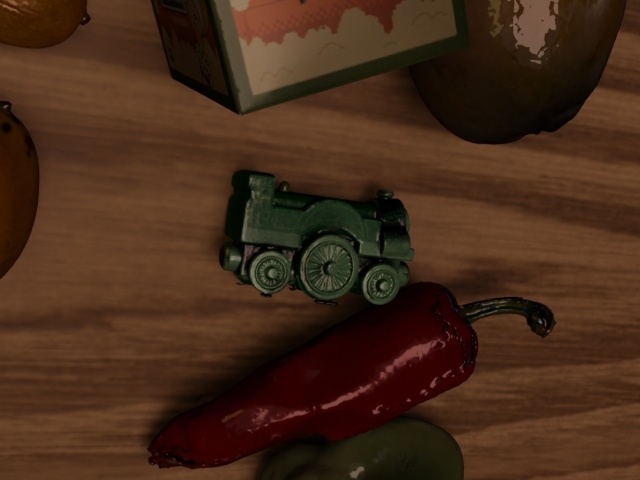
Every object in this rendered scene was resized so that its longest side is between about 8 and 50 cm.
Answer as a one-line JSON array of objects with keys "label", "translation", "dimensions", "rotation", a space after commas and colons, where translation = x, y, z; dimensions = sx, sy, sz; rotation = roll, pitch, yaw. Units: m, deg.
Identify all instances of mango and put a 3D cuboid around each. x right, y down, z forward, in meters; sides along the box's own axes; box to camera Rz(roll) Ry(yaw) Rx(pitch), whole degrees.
[{"label": "mango", "translation": [-0.247, -0.204, 0.670], "dimensions": [0.190, 0.075, 0.098], "rotation": [31, 85, -21]}, {"label": "mango", "translation": [-0.269, -0.026, 0.707], "dimensions": [0.115, 0.090, 0.178], "rotation": [11, 105, -13]}]

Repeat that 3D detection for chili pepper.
[{"label": "chili pepper", "translation": [0.027, 0.121, 0.869], "dimensions": [0.387, 0.110, 0.110], "rotation": [-23, 114, -12]}]

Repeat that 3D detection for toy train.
[{"label": "toy train", "translation": [0.000, 0.000, 0.840], "dimensions": [0.178, 0.071, 0.105], "rotation": [6, 93, -23]}]

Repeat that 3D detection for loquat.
[{"label": "loquat", "translation": [0.155, -0.191, 0.787], "dimensions": [0.179, 0.179, 0.228], "rotation": [9, 97, -25]}]

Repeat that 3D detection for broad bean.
[{"label": "broad bean", "translation": [0.043, 0.251, 0.921], "dimensions": [0.228, 0.100, 0.169], "rotation": [-17, 119, -19]}]

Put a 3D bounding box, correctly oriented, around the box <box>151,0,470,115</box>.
[{"label": "box", "translation": [-0.023, -0.196, 0.695], "dimensions": [0.177, 0.195, 0.148], "rotation": [-18, 113, -16]}]
